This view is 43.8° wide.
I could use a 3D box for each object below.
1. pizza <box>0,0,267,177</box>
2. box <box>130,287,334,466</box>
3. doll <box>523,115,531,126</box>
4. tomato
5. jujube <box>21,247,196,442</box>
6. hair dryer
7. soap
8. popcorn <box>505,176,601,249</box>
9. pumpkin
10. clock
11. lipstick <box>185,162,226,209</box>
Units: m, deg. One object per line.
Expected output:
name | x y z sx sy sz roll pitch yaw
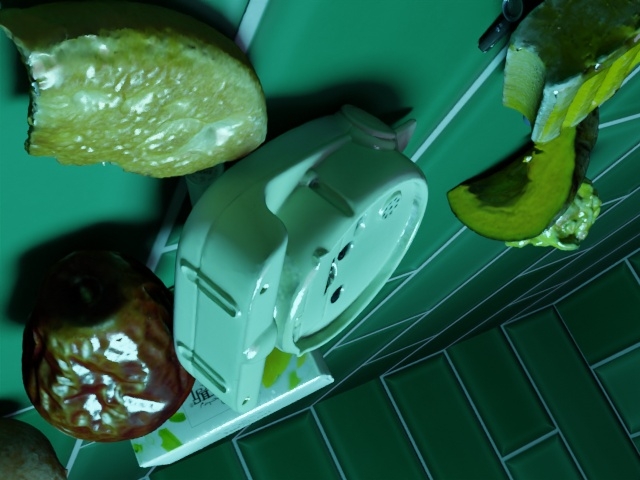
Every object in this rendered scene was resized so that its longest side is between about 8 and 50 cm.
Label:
pizza | -0.119 -0.099 0.551 0.134 0.056 0.271 -38 161 29
box | -0.141 0.152 1.045 0.260 0.194 0.111 -27 164 0
doll | 0.314 -0.174 1.028 0.125 0.027 0.037 -20 150 -19
tomato | -0.489 0.376 1.105 0.265 0.265 0.265 -24 164 -8
jujube | -0.224 0.111 0.841 0.190 0.190 0.255 -22 155 -16
hair dryer | 0.177 -0.201 0.744 0.047 0.026 0.083 -15 164 -32
soap | 0.255 -0.180 0.770 0.160 0.080 0.257 -39 170 5
popcorn | 0.380 -0.051 1.348 0.173 0.142 0.173 -27 -171 5
pumpkin | 0.329 -0.077 1.152 0.130 0.149 0.254 6 144 -47
clock | 0.000 0.000 0.797 0.324 0.108 0.265 -38 154 -34
lipstick | -0.107 -0.043 0.770 0.038 0.038 0.131 -23 163 -12
